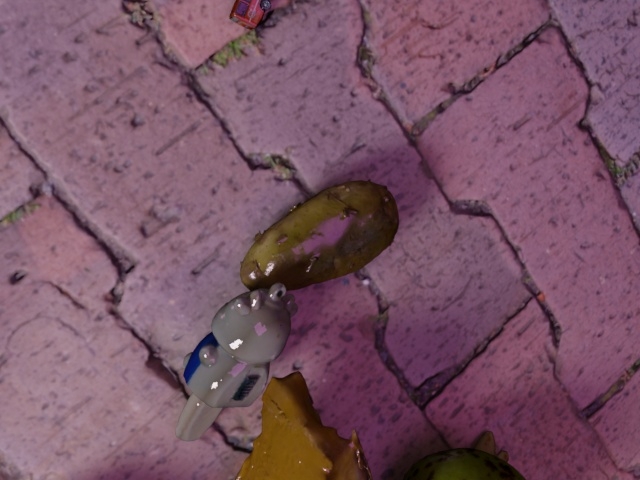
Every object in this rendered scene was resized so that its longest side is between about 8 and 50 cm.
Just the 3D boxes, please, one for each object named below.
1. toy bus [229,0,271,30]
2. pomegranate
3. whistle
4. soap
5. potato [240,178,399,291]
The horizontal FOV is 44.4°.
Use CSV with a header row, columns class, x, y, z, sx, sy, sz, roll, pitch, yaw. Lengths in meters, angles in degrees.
class,x,y,z,sx,sy,sz,roll,pitch,yaw
toy bus,-0.074,-0.313,0.952,0.043,0.031,0.110,22,88,-19
pomegranate,0.211,0.381,1.101,0.263,0.210,0.211,-46,122,-62
whistle,-0.109,0.145,0.945,0.110,0.092,0.244,8,121,-48
soap,-0.074,0.376,0.937,0.304,0.169,0.339,-33,122,-24
potato,0.000,0.000,0.994,0.225,0.090,0.117,-29,114,-12
